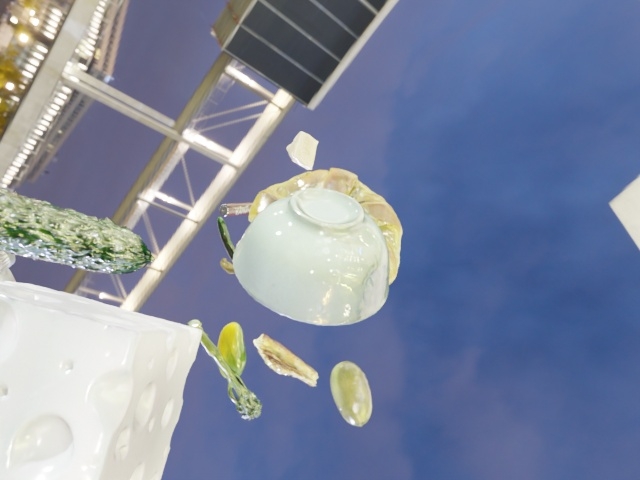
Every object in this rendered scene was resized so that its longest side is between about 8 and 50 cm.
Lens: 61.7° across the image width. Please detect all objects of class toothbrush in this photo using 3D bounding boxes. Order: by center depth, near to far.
[{"bbox_3d":[-0.209,-0.108,1.762,0.040,0.364,0.041,3,-83,27],"label":"toothbrush"}]

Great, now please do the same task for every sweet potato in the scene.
[{"bbox_3d":[-0.343,0.096,1.983,0.038,0.041,0.153,-57,-144,-1],"label":"sweet potato"}]

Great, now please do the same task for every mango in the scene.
[{"bbox_3d":[-0.293,0.365,1.777,0.122,0.085,0.191,-2,-95,63],"label":"mango"}]

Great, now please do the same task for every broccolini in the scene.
[{"bbox_3d":[-0.279,0.394,1.598,0.074,0.392,0.079,-7,-145,31],"label":"broccolini"}]

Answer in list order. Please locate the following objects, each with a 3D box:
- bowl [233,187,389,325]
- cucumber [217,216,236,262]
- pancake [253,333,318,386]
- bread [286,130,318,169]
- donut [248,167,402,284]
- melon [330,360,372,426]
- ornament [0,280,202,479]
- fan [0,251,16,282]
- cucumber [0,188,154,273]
[{"bbox_3d":[0.000,0.000,0.938,0.289,0.289,0.146,-119,-143,-48],"label":"bowl"},{"bbox_3d":[-0.306,0.009,1.773,0.036,0.033,0.184,-6,-72,52],"label":"cucumber"},{"bbox_3d":[-0.112,0.405,1.776,0.057,0.266,0.244,-55,177,-2],"label":"pancake"},{"bbox_3d":[-0.070,-0.265,1.725,0.105,0.077,0.152,-44,-157,42],"label":"bread"},{"bbox_3d":[0.011,-0.005,1.221,0.170,0.360,0.360,113,-20,-56],"label":"donut"},{"bbox_3d":[0.079,0.384,1.343,0.099,0.099,0.162,-39,-125,31],"label":"melon"},{"bbox_3d":[-0.290,0.178,0.547,0.240,0.239,0.240,92,12,-81],"label":"ornament"},{"bbox_3d":[-0.826,0.067,1.360,0.130,0.244,0.074,16,-136,15],"label":"fan"},{"bbox_3d":[-0.413,-0.021,0.774,0.096,0.359,0.096,-21,-119,43],"label":"cucumber"}]
